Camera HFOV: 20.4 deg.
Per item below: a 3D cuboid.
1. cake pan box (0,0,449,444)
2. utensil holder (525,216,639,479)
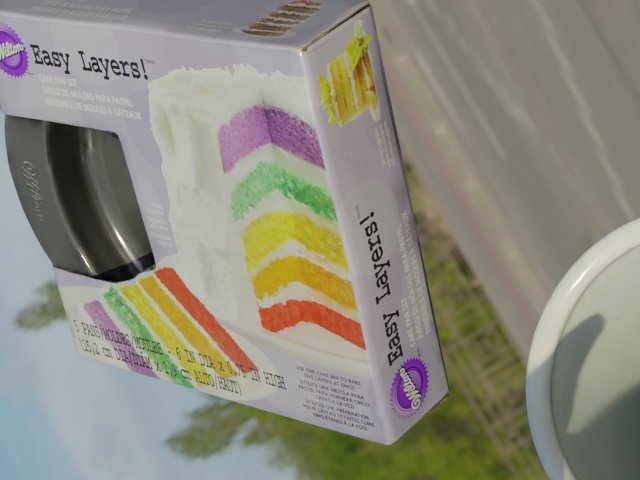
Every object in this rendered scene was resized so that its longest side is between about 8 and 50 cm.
[{"bbox_3d":[-0.066,-0.025,1.008,0.267,0.070,0.245,13,125,38],"label":"cake pan box"},{"bbox_3d":[0.445,0.166,1.791,0.385,0.327,0.327,18,-146,-49],"label":"utensil holder"}]
